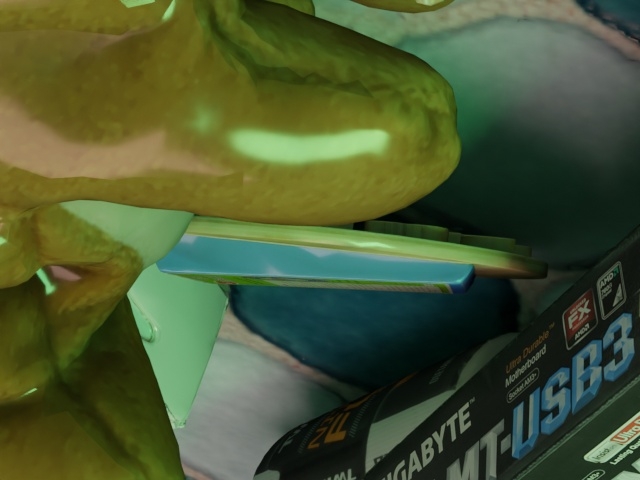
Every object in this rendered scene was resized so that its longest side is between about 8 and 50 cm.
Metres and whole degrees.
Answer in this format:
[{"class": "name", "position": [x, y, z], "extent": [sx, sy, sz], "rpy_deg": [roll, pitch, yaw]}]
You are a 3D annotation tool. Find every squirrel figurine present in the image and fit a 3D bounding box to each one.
[{"class": "squirrel figurine", "position": [-0.122, -0.137, 0.600], "extent": [0.397, 0.281, 0.370], "rpy_deg": [27, 147, -7]}]

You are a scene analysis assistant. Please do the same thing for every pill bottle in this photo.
[{"class": "pill bottle", "position": [0.046, 0.144, 1.050], "extent": [0.130, 0.130, 0.246], "rpy_deg": [34, 143, -21]}]

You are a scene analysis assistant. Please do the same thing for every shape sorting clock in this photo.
[{"class": "shape sorting clock", "position": [0.000, 0.000, 0.883], "extent": [0.206, 0.040, 0.206], "rpy_deg": [2, 177, 0]}]

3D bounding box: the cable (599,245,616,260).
[{"class": "cable", "position": [0.218, 0.082, 0.926], "extent": [0.139, 0.072, 0.287], "rpy_deg": [-6, 138, 28]}]

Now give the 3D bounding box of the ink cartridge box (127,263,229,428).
[{"class": "ink cartridge box", "position": [-0.180, 0.020, 1.022], "extent": [0.218, 0.092, 0.158], "rpy_deg": [1, 142, 29]}]

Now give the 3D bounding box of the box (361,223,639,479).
[{"class": "box", "position": [0.213, 0.090, 0.831], "extent": [0.293, 0.073, 0.295], "rpy_deg": [15, 139, -23]}]
